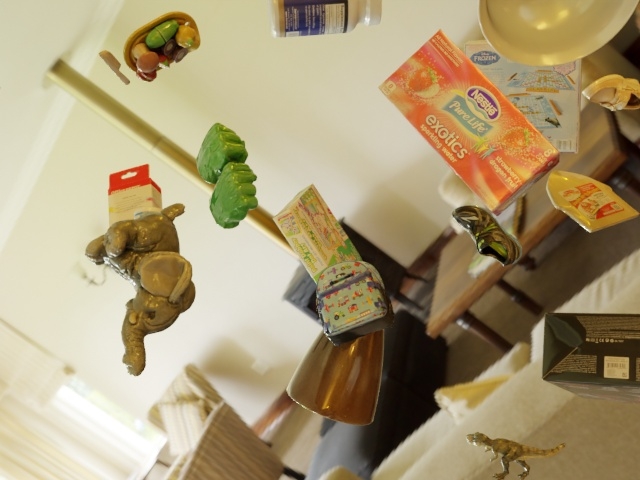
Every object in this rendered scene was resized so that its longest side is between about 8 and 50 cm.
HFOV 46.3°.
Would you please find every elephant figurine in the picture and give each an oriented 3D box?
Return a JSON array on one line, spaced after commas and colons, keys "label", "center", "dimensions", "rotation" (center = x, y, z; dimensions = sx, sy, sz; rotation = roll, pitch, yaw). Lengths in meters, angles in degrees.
[{"label": "elephant figurine", "center": [-0.289, 0.082, 1.317], "dimensions": [0.186, 0.239, 0.169], "rotation": [-39, -11, 22]}]

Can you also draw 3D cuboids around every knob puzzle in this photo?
[{"label": "knob puzzle", "center": [0.593, -0.092, 1.700], "dimensions": [0.213, 0.213, 0.030], "rotation": [-61, -10, -49]}]

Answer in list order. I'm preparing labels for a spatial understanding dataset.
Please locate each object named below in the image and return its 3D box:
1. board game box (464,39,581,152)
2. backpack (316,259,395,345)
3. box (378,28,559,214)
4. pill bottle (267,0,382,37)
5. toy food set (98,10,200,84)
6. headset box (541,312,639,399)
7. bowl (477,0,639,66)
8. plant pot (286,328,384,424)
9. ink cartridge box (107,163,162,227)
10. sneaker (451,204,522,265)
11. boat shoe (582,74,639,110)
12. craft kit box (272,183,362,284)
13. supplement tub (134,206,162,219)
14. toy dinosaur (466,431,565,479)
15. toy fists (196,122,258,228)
[{"label": "board game box", "center": [0.575, -0.410, 2.131], "dimensions": [0.066, 0.319, 0.318], "rotation": [-48, -42, -58]}, {"label": "backpack", "center": [0.063, 0.116, 1.598], "dimensions": [0.158, 0.173, 0.117], "rotation": [-20, -29, 9]}, {"label": "box", "center": [0.264, -0.203, 1.321], "dimensions": [0.154, 0.300, 0.142], "rotation": [-42, -12, 11]}, {"label": "pill bottle", "center": [0.008, -0.569, 1.787], "dimensions": [0.153, 0.265, 0.153], "rotation": [174, 90, -85]}, {"label": "toy food set", "center": [-0.351, -0.402, 1.626], "dimensions": [0.218, 0.071, 0.128], "rotation": [-33, -29, -7]}, {"label": "headset box", "center": [0.502, 0.196, 1.194], "dimensions": [0.218, 0.293, 0.110], "rotation": [-3, 72, 33]}, {"label": "bowl", "center": [0.428, -0.482, 1.385], "dimensions": [0.298, 0.298, 0.134], "rotation": [-49, 28, 35]}, {"label": "plant pot", "center": [0.061, 0.277, 1.747], "dimensions": [0.215, 0.215, 0.230], "rotation": [-114, 44, -82]}, {"label": "ink cartridge box", "center": [-0.515, -0.087, 2.089], "dimensions": [0.078, 0.134, 0.231], "rotation": [56, -157, -63]}, {"label": "sneaker", "center": [0.382, -0.013, 1.734], "dimensions": [0.078, 0.188, 0.067], "rotation": [-32, -21, -45]}, {"label": "boat shoe", "center": [0.590, -0.288, 1.489], "dimensions": [0.170, 0.059, 0.063], "rotation": [-7, -24, -34]}, {"label": "craft kit box", "center": [0.000, 0.000, 1.867], "dimensions": [0.061, 0.250, 0.246], "rotation": [-30, 10, 23]}, {"label": "supplement tub", "center": [-0.382, -0.015, 1.678], "dimensions": [0.071, 0.071, 0.107], "rotation": [140, 129, -63]}, {"label": "toy dinosaur", "center": [0.535, 0.601, 2.069], "dimensions": [0.064, 0.268, 0.118], "rotation": [-62, -21, -82]}, {"label": "toy fists", "center": [-0.228, -0.170, 1.870], "dimensions": [0.142, 0.096, 0.279], "rotation": [-57, 43, 44]}]
